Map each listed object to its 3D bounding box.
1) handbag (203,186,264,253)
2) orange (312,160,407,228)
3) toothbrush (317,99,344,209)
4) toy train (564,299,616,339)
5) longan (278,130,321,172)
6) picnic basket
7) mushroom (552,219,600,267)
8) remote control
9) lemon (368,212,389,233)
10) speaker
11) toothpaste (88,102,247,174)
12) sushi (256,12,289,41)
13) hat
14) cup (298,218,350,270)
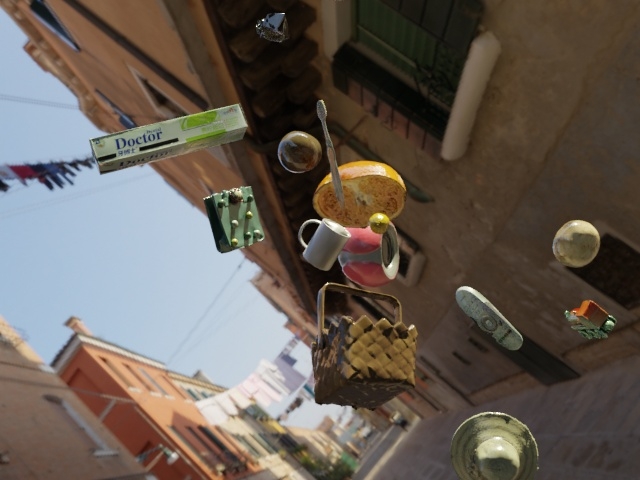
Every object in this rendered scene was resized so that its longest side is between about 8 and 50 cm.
[{"bbox_3d":[-0.370,-0.095,2.593,0.269,0.100,0.273,-20,-78,-53],"label":"handbag"},{"bbox_3d":[0.136,-0.159,2.092,0.310,0.274,0.274,-36,-15,2],"label":"orange"},{"bbox_3d":[0.037,-0.274,1.918,0.037,0.028,0.374,-66,-34,-64],"label":"toothbrush"},{"bbox_3d":[0.801,0.237,1.751,0.074,0.118,0.176,-51,-3,-8],"label":"toy train"},{"bbox_3d":[-0.078,-0.339,2.244,0.167,0.167,0.187,-58,-9,25],"label":"longan"},{"bbox_3d":[0.113,0.279,1.590,0.291,0.255,0.320,128,150,-52],"label":"picnic basket"},{"bbox_3d":[0.882,0.013,2.025,0.166,0.166,0.127,-50,15,-1],"label":"mushroom"},{"bbox_3d":[0.529,0.243,1.843,0.045,0.256,0.097,-26,-25,-38],"label":"remote control"},{"bbox_3d":[0.179,-0.051,1.792,0.065,0.065,0.092,-53,-5,7],"label":"lemon"},{"bbox_3d":[0.204,0.051,2.371,0.294,0.294,0.294,-46,-16,-17],"label":"speaker"},{"bbox_3d":[-0.334,-0.226,1.305,0.337,0.067,0.081,-19,-7,-20],"label":"toothpaste"},{"bbox_3d":[-0.137,-0.613,1.694,0.083,0.085,0.056,24,-108,-78],"label":"sushi"},{"bbox_3d":[0.490,0.615,1.622,0.252,0.252,0.110,-53,-6,8],"label":"hat"},{"bbox_3d":[0.008,0.002,1.789,0.099,0.136,0.133,10,-64,-49],"label":"cup"}]
